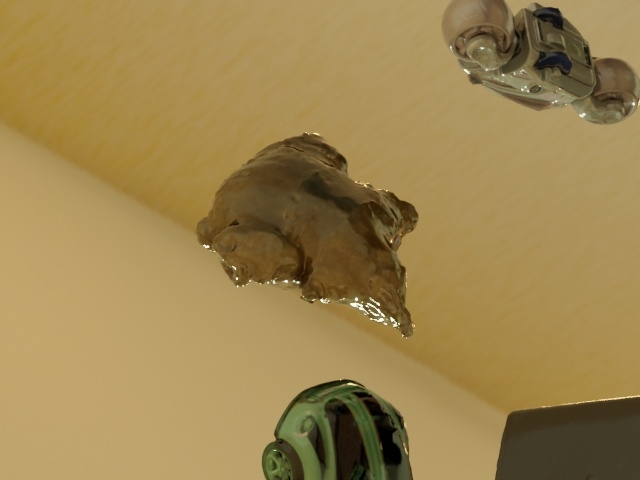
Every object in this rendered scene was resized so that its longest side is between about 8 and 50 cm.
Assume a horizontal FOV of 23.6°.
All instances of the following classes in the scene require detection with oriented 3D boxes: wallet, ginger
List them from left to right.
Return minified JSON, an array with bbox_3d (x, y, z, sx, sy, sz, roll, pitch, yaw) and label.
[{"bbox_3d":[0.000,0.000,1.573,0.219,0.123,0.270,-21,-140,-26],"label":"ginger"},{"bbox_3d":[0.427,0.328,2.177,0.062,0.406,0.228,38,-126,-38],"label":"wallet"}]

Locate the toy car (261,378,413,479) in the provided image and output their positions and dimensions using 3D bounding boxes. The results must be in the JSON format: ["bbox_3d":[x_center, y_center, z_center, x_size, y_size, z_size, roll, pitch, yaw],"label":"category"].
[{"bbox_3d":[0.042,0.287,1.441,0.136,0.125,0.306,-10,-81,-40],"label":"toy car"}]

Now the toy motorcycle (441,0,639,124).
[{"bbox_3d":[0.219,-0.178,1.565,0.254,0.112,0.112,21,-140,-32],"label":"toy motorcycle"}]
